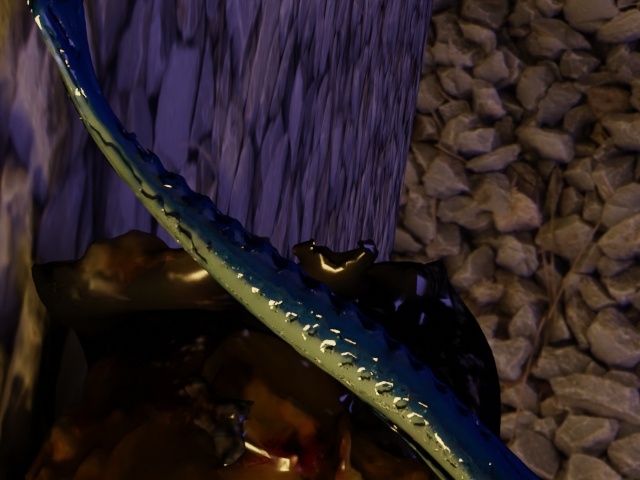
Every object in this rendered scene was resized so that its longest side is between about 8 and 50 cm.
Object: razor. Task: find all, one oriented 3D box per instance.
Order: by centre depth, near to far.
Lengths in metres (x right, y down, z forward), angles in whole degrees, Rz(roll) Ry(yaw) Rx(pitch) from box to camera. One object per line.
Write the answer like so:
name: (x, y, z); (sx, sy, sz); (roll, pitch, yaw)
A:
razor: (-0.010, 0.007, 0.570); (0.056, 0.324, 0.093); (-39, -176, 13)

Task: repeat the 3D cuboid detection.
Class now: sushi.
sushi: (-0.036, 0.108, 0.672); (0.200, 0.213, 0.204); (30, 51, -57)
